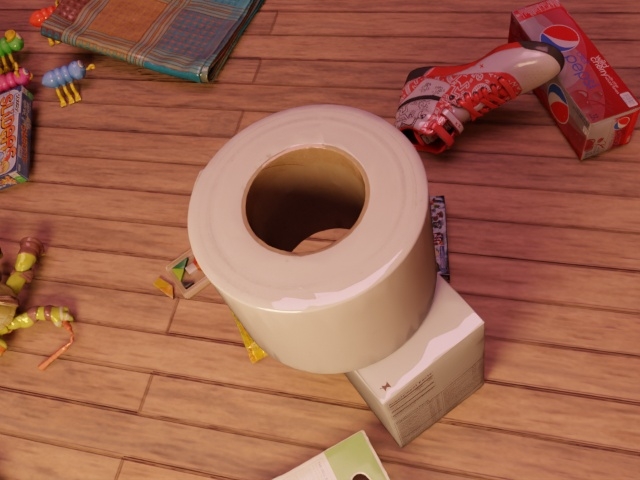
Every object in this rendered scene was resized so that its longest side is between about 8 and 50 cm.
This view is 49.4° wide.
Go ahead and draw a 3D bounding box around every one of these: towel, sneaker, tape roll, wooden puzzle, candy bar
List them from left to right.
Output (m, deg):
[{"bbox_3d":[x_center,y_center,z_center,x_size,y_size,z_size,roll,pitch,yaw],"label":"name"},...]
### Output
[{"bbox_3d":[-0.325,-0.451,1.363,0.370,0.040,0.272,19,63,12],"label":"towel"},{"bbox_3d":[-0.203,0.048,1.097,0.116,0.014,0.078,-42,60,-13],"label":"wooden puzzle"},{"bbox_3d":[-0.114,0.108,1.039,0.040,0.018,0.161,-26,57,-7],"label":"candy bar"},{"bbox_3d":[0.000,0.000,0.748,0.246,0.169,0.246,-5,59,9],"label":"tape roll"},{"bbox_3d":[0.233,-0.208,1.068,0.270,0.090,0.145,-2,59,41],"label":"sneaker"}]

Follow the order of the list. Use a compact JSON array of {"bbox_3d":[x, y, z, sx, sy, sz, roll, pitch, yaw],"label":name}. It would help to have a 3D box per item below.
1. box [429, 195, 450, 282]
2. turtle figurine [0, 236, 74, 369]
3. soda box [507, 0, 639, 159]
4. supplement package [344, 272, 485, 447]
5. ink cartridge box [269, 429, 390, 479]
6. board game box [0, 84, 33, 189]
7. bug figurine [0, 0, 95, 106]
[{"bbox_3d":[0.143,-0.001,1.038,0.093,0.027,0.137,-5,59,11],"label":"box"},{"bbox_3d":[-0.518,0.101,1.095,0.269,0.087,0.217,-11,58,7],"label":"turtle figurine"},{"bbox_3d":[0.389,-0.259,1.093,0.083,0.092,0.263,-19,58,-1],"label":"soda box"},{"bbox_3d":[0.090,0.119,0.877,0.149,0.203,0.194,-36,59,-9],"label":"supplement package"},{"bbox_3d":[-0.011,0.364,0.844,0.235,0.056,0.171,-27,58,-7],"label":"ink cartridge box"},{"bbox_3d":[-0.605,-0.182,1.296,0.136,0.035,0.201,-18,61,12],"label":"board game box"},{"bbox_3d":[-0.572,-0.374,1.396,0.216,0.072,0.279,-24,58,-1],"label":"bug figurine"}]
